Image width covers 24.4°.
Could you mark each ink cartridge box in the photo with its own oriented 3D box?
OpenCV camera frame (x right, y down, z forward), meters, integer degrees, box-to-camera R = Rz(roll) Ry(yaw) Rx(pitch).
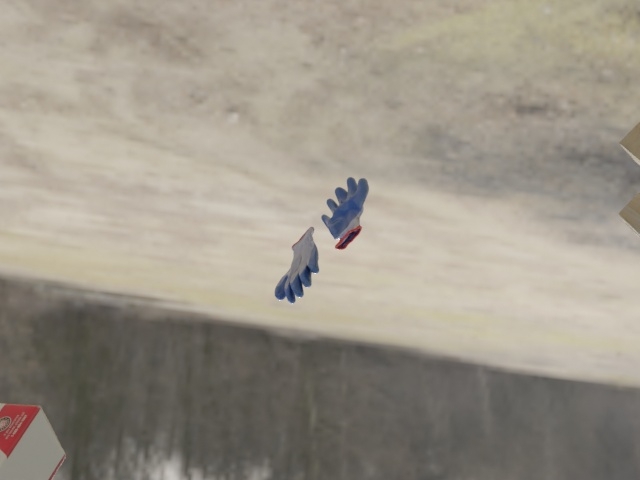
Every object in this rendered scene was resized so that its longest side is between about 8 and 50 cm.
[{"bbox_3d":[-0.303,0.189,1.207,0.150,0.109,0.063,0,130,26],"label":"ink cartridge box"}]

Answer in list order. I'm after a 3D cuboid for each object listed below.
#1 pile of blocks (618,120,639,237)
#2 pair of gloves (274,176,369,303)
[{"bbox_3d":[0.350,0.056,1.170,0.362,0.112,0.149,44,-173,-4],"label":"pile of blocks"},{"bbox_3d":[0.000,0.000,2.064,0.023,0.198,0.159,36,-157,-18],"label":"pair of gloves"}]
